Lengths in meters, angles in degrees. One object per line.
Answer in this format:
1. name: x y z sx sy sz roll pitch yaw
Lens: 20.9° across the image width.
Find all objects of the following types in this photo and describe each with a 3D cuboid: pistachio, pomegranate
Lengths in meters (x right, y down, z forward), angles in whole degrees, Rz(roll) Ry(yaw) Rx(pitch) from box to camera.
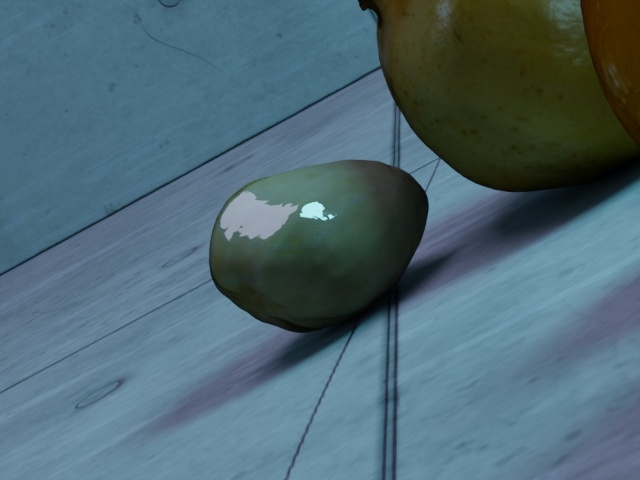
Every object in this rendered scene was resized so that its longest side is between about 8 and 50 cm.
1. pistachio: 0.000 0.000 1.273 0.185 0.124 0.124 -32 9 -37
2. pomegranate: 0.154 -0.164 1.273 0.264 0.264 0.264 -29 9 5

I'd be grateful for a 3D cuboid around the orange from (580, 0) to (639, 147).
1. orange: 0.249 -0.117 0.709 0.284 0.226 0.284 -13 -26 -7
